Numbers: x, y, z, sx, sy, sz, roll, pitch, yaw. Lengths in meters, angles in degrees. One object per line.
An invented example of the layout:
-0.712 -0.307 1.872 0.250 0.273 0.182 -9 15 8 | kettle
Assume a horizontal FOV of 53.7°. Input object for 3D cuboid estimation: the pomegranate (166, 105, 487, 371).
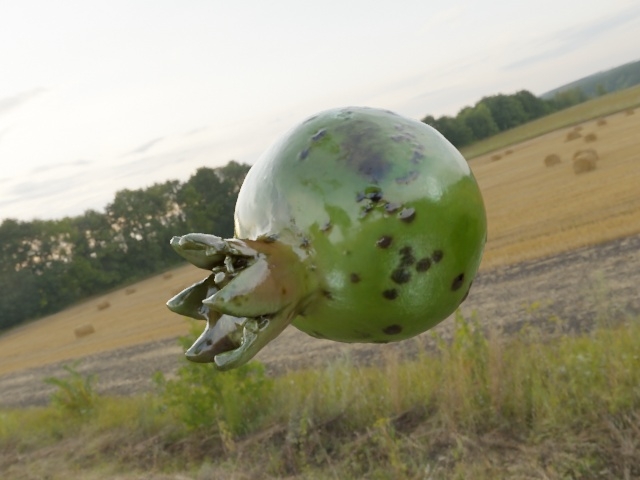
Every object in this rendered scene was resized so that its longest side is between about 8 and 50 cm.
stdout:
-0.004 -0.004 0.555 0.286 0.230 0.231 -15 1 -22 | pomegranate
